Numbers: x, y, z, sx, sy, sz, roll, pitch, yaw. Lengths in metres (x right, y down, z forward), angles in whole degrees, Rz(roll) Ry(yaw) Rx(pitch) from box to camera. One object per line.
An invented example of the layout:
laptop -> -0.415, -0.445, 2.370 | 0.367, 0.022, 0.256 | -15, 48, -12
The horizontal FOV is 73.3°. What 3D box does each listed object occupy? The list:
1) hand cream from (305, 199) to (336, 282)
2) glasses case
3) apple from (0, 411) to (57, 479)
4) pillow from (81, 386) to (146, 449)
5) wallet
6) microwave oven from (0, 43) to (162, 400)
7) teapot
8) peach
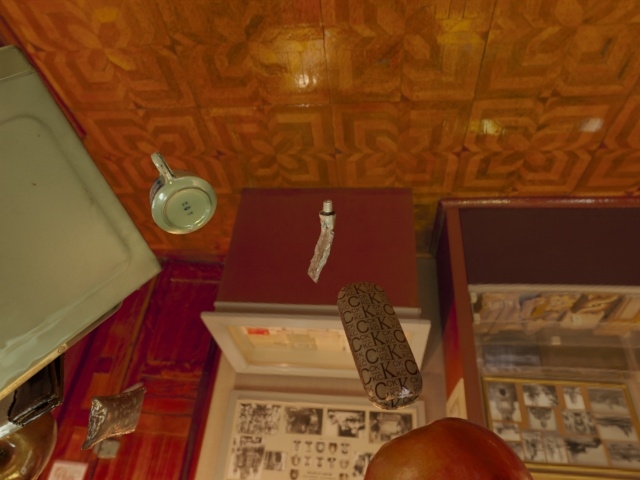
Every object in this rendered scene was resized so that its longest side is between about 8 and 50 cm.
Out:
hand cream -> 0.003, 0.000, 1.293 | 0.050, 0.084, 0.257 | 0, 112, -28
glasses case -> 0.139, 0.245, 1.069 | 0.137, 0.355, 0.085 | -9, 135, -10
apple -> -0.715, 0.463, 0.973 | 0.211, 0.211, 0.187 | 25, 157, -27
pillow -> -0.464, 0.401, 0.983 | 0.043, 0.118, 0.185 | 11, 173, 17
wallet -> -0.574, 0.247, 0.761 | 0.220, 0.262, 0.072 | -28, 130, -16
microwave oven -> -0.391, 0.028, 0.391 | 0.218, 0.355, 0.287 | -2, 123, 41
teapot -> -0.355, -0.114, 1.066 | 0.158, 0.159, 0.232 | -2, 137, 11
peach -> 0.267, 0.552, 0.831 | 0.387, 0.389, 0.388 | 4, 147, 3
